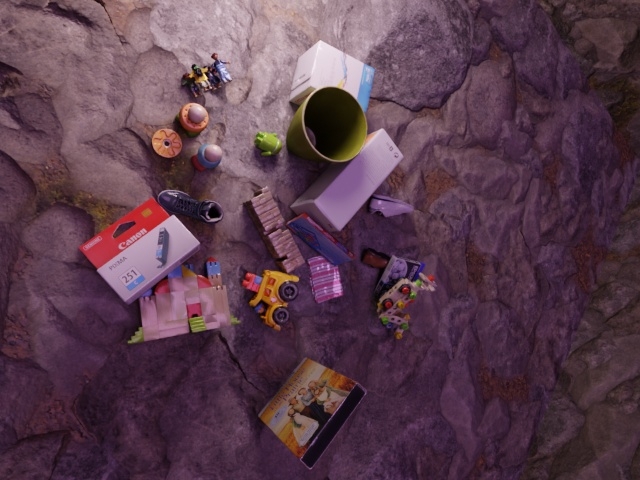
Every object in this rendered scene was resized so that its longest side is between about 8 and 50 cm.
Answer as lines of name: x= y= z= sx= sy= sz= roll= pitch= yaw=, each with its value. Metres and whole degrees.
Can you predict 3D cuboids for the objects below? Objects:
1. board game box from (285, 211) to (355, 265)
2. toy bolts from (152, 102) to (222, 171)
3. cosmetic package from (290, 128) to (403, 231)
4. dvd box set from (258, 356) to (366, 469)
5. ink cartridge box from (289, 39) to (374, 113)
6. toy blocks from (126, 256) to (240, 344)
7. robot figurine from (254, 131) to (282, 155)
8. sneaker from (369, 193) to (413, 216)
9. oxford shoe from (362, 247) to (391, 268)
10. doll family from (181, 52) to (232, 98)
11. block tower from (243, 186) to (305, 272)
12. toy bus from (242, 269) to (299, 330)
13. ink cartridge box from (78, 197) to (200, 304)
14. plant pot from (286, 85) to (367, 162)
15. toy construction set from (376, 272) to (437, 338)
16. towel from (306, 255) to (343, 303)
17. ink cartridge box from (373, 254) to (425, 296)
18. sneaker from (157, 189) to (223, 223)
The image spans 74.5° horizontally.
board game box: x=0.000 y=0.000 z=1.718 sx=0.281 sy=0.145 sz=0.027 roll=40 pitch=58 yaw=-18
toy bolts: x=-0.450 y=-0.344 z=1.476 sx=0.218 sy=0.158 sz=0.228 roll=-43 pitch=109 yaw=-22
cosmetic package: x=0.110 y=-0.243 z=1.747 sx=0.161 sy=0.230 sz=0.453 roll=48 pitch=68 yaw=-19
dvd box set: x=-0.046 y=0.605 z=1.549 sx=0.307 sy=0.420 sz=0.062 roll=-47 pitch=108 yaw=-20
ink cartridge box: x=0.045 y=-0.638 z=1.727 sx=0.270 sy=0.198 sz=0.197 roll=15 pitch=83 yaw=-29
toy blocks: x=-0.482 y=0.194 z=1.468 sx=0.381 sy=0.191 sz=0.260 roll=-6 pitch=81 yaw=-28
robot figurine: x=-0.203 y=-0.384 z=1.664 sx=0.115 sy=0.067 sz=0.101 roll=23 pitch=67 yaw=-27
sneaker: x=0.327 y=-0.152 z=1.957 sx=0.235 sy=0.090 sz=0.094 roll=11 pitch=97 yaw=-25
oxford shoe: x=0.277 y=0.100 z=1.940 sx=0.212 sy=0.076 sz=0.076 roll=22 pitch=110 yaw=-30
doll family: x=-0.418 y=-0.611 z=1.548 sx=0.193 sy=0.076 sz=0.111 roll=-35 pitch=102 yaw=-30
block tower: x=-0.186 y=-0.038 z=1.660 sx=0.097 sy=0.091 sz=0.335 roll=-31 pitch=104 yaw=-26
toy bus: x=-0.208 y=0.216 z=1.628 sx=0.211 sy=0.149 sz=0.220 roll=20 pitch=83 yaw=-14
ink cartridge box: x=-0.598 y=0.018 z=1.388 sx=0.261 sy=0.066 sz=0.296 roll=45 pitch=68 yaw=6
plant pot: x=-0.015 y=-0.419 z=1.639 sx=0.275 sy=0.293 sz=0.274 roll=0 pitch=90 yaw=-29
toy construction set: x=0.381 y=0.272 z=1.879 sx=0.215 sy=0.151 sz=0.327 roll=36 pitch=98 yaw=-22
towel: x=0.023 y=0.159 z=1.810 sx=0.144 sy=0.029 sz=0.197 roll=-14 pitch=96 yaw=-29
ink cartridge box: x=0.378 y=0.182 z=1.951 sx=0.208 sy=0.045 sz=0.206 roll=14 pitch=110 yaw=-29
sneaker: x=-0.449 y=-0.121 z=1.476 sx=0.226 sy=0.163 sz=0.086 roll=22 pitch=81 yaw=-26
